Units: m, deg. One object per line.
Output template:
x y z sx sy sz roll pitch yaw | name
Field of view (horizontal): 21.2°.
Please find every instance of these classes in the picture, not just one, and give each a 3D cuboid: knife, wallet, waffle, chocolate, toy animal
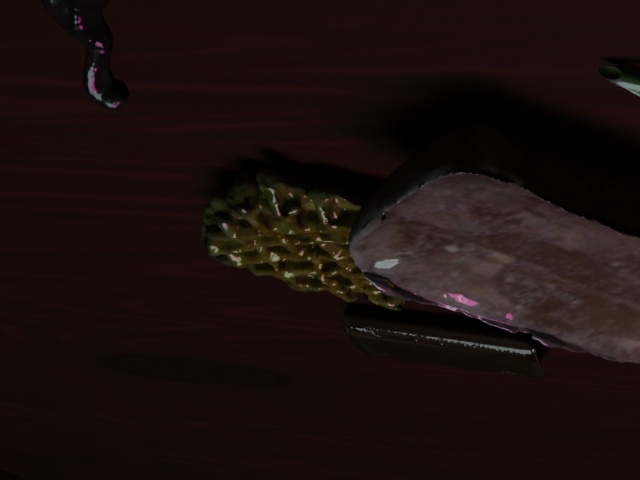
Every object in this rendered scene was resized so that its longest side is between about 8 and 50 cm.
0.258 -0.079 1.094 0.184 0.022 0.026 18 -172 -21 | knife
0.129 0.104 1.746 0.198 0.031 0.110 7 163 17 | wallet
0.000 -0.003 1.447 0.204 0.054 0.223 15 161 -11 | waffle
0.175 -0.004 1.258 0.303 0.100 0.185 16 152 -25 | chocolate
-0.188 -0.160 1.015 0.232 0.084 0.148 15 162 -1 | toy animal
